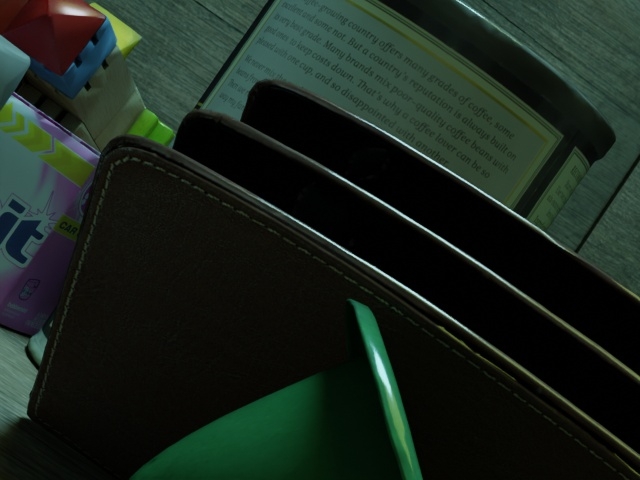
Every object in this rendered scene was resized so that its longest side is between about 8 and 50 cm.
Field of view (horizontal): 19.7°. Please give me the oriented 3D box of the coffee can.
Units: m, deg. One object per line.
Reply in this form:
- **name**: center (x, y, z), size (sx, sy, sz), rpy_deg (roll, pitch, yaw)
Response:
- **coffee can**: center (0.000, 0.000, 1.006), size (0.201, 0.275, 0.201), rpy_deg (35, -1, 0)

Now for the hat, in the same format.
- **hat**: center (-0.055, 0.115, 0.590), size (0.173, 0.183, 0.208), rpy_deg (-119, -164, -77)

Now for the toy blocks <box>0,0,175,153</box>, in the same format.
- **toy blocks**: center (-0.268, -0.158, 1.240), size (0.381, 0.191, 0.261), rpy_deg (35, -9, 9)

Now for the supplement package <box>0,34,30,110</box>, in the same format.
- **supplement package**: center (-0.232, -0.076, 0.570), size (0.244, 0.134, 0.139), rpy_deg (35, 0, -3)

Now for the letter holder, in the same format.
- **letter holder**: center (0.056, 0.056, 0.750), size (0.302, 0.152, 0.214), rpy_deg (35, -38, 9)

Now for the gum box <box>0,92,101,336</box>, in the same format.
- **gum box**: center (-0.208, -0.042, 1.058), size (0.188, 0.107, 0.062), rpy_deg (34, 0, 24)
